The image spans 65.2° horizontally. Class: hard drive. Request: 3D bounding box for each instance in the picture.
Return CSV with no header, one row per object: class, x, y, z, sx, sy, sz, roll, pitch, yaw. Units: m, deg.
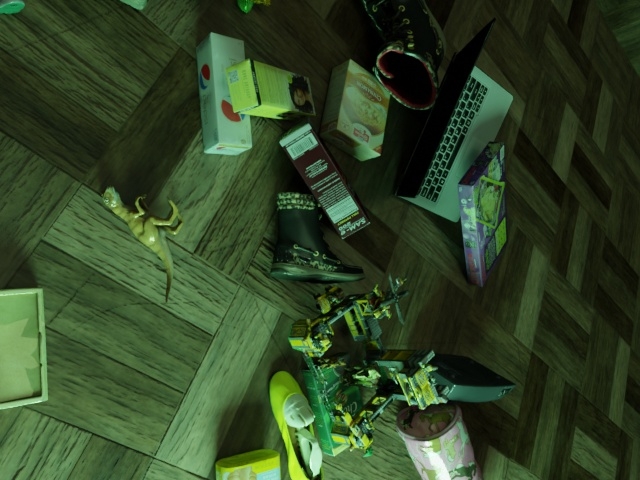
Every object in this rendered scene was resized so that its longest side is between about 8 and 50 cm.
hard drive,0.339,0.333,1.224,0.255,0.172,0.054,13,98,-38

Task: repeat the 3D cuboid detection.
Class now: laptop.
laptop,0.357,-0.240,1.191,0.408,0.236,0.381,19,98,-36

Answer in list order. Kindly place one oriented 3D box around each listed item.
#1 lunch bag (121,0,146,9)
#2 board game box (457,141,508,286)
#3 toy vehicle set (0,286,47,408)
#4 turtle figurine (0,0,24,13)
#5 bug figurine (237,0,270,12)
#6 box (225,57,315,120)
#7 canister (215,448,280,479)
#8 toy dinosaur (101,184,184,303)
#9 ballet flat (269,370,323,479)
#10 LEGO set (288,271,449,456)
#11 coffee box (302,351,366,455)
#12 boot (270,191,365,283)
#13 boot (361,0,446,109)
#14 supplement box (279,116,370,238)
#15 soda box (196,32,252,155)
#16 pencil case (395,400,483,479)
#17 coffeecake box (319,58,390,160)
lunch bag,-0.314,-0.575,0.806,0.169,0.235,0.286,8,78,-31
board game box,0.447,-0.066,1.358,0.208,0.056,0.346,-51,138,-36
toy vehicle set,-0.515,0.153,0.661,0.267,0.035,0.165,0,83,-38
turtle figurine,-0.516,-0.455,0.713,0.175,0.118,0.234,-19,100,-38
bug figurine,-0.188,-0.572,0.976,0.279,0.072,0.216,-24,110,-62
box,-0.091,-0.291,0.992,0.232,0.058,0.087,-20,100,-62
canister,-0.126,0.474,0.893,0.126,0.073,0.169,3,80,-38
toy dinosaur,-0.285,-0.011,0.863,0.112,0.064,0.211,-39,98,-17
ballet flat,-0.038,0.368,0.974,0.077,0.077,0.230,-13,91,-38
LEGO set,0.110,0.244,0.984,0.255,0.192,0.331,-19,94,-41
coffee box,0.036,0.342,1.059,0.113,0.040,0.184,-15,92,-39
boot,0.000,0.000,1.060,0.237,0.085,0.178,9,75,-38
boot,0.180,-0.514,1.209,0.377,0.138,0.284,45,41,-32
supplement box,0.010,-0.134,1.053,0.073,0.130,0.239,-30,108,9
soda box,-0.186,-0.278,0.966,0.074,0.069,0.216,-2,84,-38
pencil case,0.312,0.560,1.167,0.167,0.160,0.386,-32,102,-41
coffeecake box,0.084,-0.304,1.182,0.142,0.068,0.185,23,70,-35
